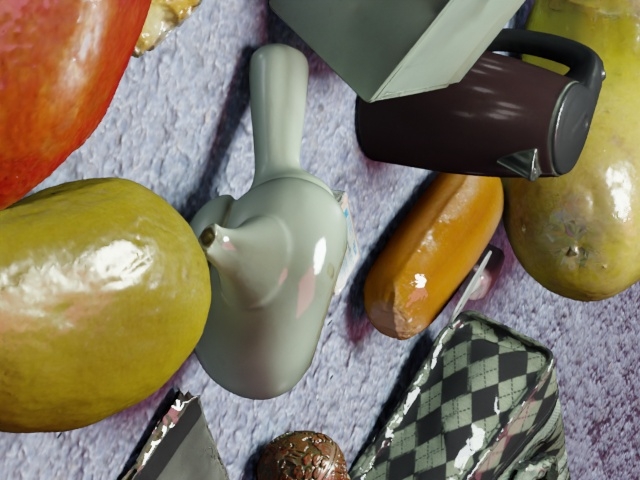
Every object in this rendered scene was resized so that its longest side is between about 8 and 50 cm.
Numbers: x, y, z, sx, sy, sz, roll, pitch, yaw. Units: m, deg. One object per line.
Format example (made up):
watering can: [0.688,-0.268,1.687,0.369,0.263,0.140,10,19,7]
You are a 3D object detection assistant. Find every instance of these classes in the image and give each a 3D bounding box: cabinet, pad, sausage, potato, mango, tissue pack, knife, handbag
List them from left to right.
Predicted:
mango: [-0.207,0.057,1.418,0.332,0.142,0.195,-19,114,-52]
pad: [-0.161,0.274,1.731,0.233,0.022,0.174,-58,149,-32]
tissue pack: [0.000,0.000,1.885,0.074,0.059,0.094,-59,149,-38]
cabinet: [0.083,-0.241,1.790,0.150,0.145,0.206,-51,164,25]
sausage: [0.134,0.007,2.112,0.274,0.105,0.105,-52,144,-41]
handbag: [0.185,0.329,2.301,0.316,0.180,0.416,-56,153,-23]
knife: [0.189,0.049,2.181,0.081,0.043,0.336,-64,176,9]
potato: [0.347,-0.124,2.224,0.296,0.290,0.397,-45,147,-65]

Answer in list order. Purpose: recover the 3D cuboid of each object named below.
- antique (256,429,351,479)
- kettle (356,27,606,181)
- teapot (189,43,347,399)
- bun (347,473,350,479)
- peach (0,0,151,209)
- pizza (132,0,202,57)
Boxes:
antique: [-0.019,0.246,1.913,0.104,0.104,0.104,-37,133,-53]
kettle: [0.184,-0.150,1.989,0.202,0.232,0.144,-57,148,-37]
teapot: [-0.049,-0.006,1.693,0.318,0.149,0.220,-74,-178,-47]
bun: [0.009,0.287,2.035,0.086,0.055,0.086,-39,135,-52]
peach: [-0.240,-0.190,1.119,0.306,0.242,0.380,-33,130,-61]
pizza: [-0.125,-0.261,1.514,0.188,0.080,0.204,-17,129,-35]
